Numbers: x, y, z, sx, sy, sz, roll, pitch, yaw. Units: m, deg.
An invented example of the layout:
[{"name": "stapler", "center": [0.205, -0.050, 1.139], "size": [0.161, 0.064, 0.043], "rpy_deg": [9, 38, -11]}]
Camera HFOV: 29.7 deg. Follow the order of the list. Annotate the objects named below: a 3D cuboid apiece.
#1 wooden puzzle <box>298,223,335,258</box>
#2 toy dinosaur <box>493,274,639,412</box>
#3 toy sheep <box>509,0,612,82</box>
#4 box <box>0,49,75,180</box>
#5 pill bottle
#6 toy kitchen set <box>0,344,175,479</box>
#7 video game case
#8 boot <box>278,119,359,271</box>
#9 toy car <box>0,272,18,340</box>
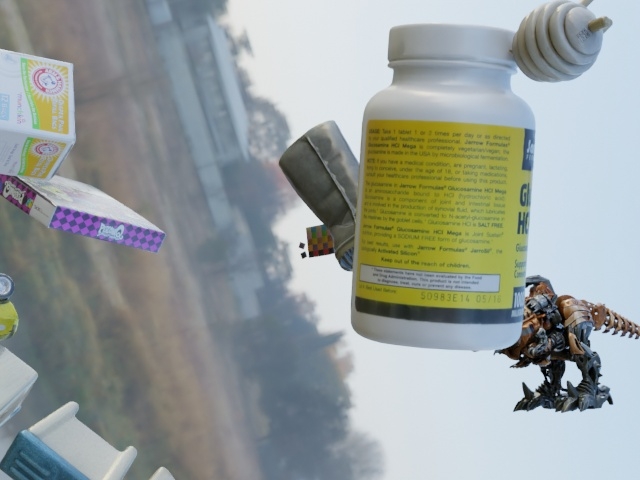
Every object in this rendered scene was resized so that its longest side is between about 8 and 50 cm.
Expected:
[{"name": "wooden puzzle", "center": [0.000, 0.000, 1.901], "size": [0.006, 0.083, 0.049], "rpy_deg": [5, 78, -55]}, {"name": "toy dinosaur", "center": [0.385, 0.161, 1.925], "size": [0.164, 0.321, 0.219], "rpy_deg": [118, -33, -83]}, {"name": "toy sheep", "center": [0.242, -0.202, 1.210], "size": [0.132, 0.091, 0.091], "rpy_deg": [-28, -100, 60]}, {"name": "box", "center": [-0.398, -0.154, 1.409], "size": [0.103, 0.203, 0.114], "rpy_deg": [-43, -134, 50]}, {"name": "pill bottle", "center": [0.134, -0.058, 1.299], "size": [0.188, 0.187, 0.334], "rpy_deg": [-155, -111, -81]}, {"name": "toy kitchen set", "center": [-0.231, 0.212, 0.900], "size": [0.207, 0.166, 0.122], "rpy_deg": [36, 30, 4]}, {"name": "video game case", "center": [-0.385, -0.056, 1.858], "size": [0.210, 0.042, 0.232], "rpy_deg": [29, 8, 36]}, {"name": "boot", "center": [0.055, -0.082, 1.619], "size": [0.076, 0.189, 0.209], "rpy_deg": [50, 12, -49]}, {"name": "toy car", "center": [-0.309, -0.056, 0.928], "size": [0.239, 0.053, 0.225], "rpy_deg": [40, -45, 35]}]
